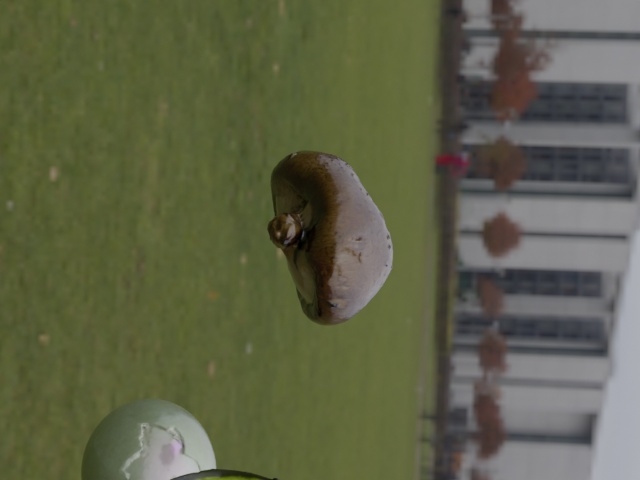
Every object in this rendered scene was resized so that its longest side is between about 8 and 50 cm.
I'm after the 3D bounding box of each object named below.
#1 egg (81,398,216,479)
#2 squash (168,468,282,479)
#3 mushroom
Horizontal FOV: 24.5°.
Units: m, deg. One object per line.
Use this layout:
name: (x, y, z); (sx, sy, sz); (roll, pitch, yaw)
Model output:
egg: (-0.232, 0.313, 1.969); (0.217, 0.183, 0.183); (-76, 167, -68)
squash: (-0.076, 0.329, 1.114); (0.137, 0.137, 0.287); (-76, 169, -65)
mushroom: (0.014, -0.005, 1.840); (0.194, 0.138, 0.231); (66, 5, -61)
